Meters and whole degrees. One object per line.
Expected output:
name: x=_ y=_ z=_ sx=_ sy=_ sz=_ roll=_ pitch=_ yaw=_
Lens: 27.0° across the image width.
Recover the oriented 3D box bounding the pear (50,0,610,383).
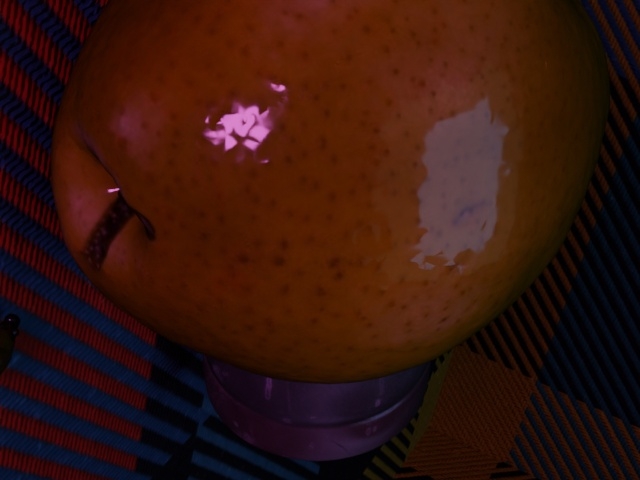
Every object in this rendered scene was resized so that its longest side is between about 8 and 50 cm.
pear: x=0.015 y=-0.081 z=0.935 sx=0.418 sy=0.362 sz=0.362 roll=-18 pitch=134 yaw=-40

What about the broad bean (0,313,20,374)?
broad bean: x=-0.245 y=0.070 z=0.873 sx=0.195 sy=0.046 sz=0.061 roll=38 pitch=65 yaw=-79

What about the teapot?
teapot: x=0.000 y=0.000 z=1.317 sx=0.315 sy=0.233 sz=0.312 roll=-93 pitch=-176 yaw=-49
